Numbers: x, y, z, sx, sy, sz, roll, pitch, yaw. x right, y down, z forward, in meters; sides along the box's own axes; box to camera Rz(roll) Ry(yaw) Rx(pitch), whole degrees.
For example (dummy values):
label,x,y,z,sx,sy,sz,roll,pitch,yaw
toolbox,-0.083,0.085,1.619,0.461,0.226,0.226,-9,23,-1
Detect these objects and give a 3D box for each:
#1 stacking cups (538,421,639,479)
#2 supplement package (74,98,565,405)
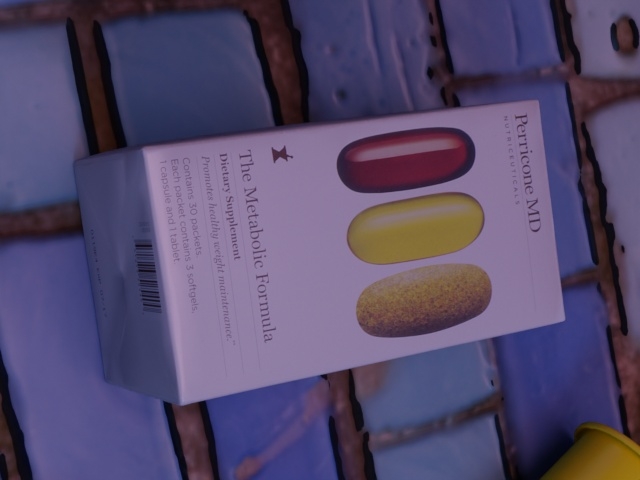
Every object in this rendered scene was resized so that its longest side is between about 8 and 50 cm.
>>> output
label,x,y,z,sx,sy,sz,roll,pitch,yaw
stacking cups,0.093,0.247,0.853,0.316,0.096,0.096,-38,105,-19
supplement package,0.000,0.000,0.782,0.244,0.134,0.139,-10,95,-26
